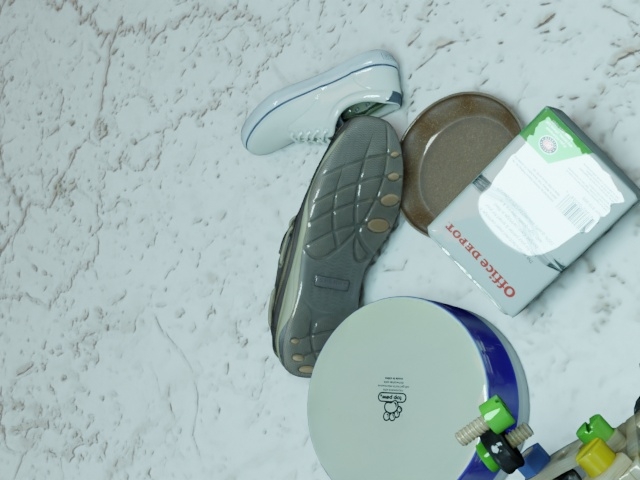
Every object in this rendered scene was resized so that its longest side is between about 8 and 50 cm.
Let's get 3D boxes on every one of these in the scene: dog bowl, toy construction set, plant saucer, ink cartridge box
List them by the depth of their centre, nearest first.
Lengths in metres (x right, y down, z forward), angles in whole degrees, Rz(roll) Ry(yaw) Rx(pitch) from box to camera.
[{"bbox_3d":[0.343,0.264,1.272,0.237,0.257,0.309,-38,65,9],"label":"toy construction set"},{"bbox_3d":[0.254,-0.033,1.464,0.208,0.087,0.153,-45,78,18],"label":"ink cartridge box"},{"bbox_3d":[0.116,0.204,1.521,0.265,0.104,0.264,-10,72,35],"label":"dog bowl"},{"bbox_3d":[0.185,-0.093,1.590,0.199,0.036,0.198,-10,73,35],"label":"plant saucer"}]

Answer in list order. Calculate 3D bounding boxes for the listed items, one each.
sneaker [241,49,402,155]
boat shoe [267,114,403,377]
[{"bbox_3d":[-0.002,-0.172,1.710,0.258,0.094,0.091,-27,59,27],"label":"sneaker"},{"bbox_3d":[0.000,0.000,1.632,0.130,0.132,0.355,25,97,60],"label":"boat shoe"}]
